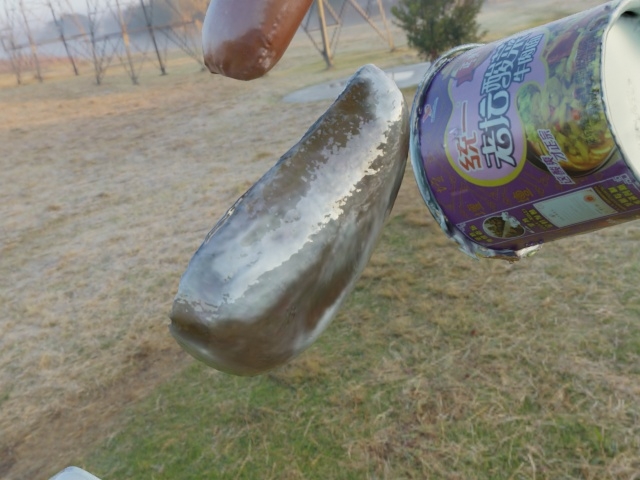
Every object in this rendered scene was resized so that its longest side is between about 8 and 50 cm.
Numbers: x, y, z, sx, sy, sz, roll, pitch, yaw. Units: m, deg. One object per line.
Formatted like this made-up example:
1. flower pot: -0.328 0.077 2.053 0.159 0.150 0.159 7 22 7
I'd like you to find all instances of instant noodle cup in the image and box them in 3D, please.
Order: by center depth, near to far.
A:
1. instant noodle cup: 0.327 -0.141 0.743 0.340 0.340 0.266 -23 8 -30

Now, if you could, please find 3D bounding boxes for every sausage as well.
1. sausage: -0.033 -0.214 0.441 0.077 0.194 0.077 26 7 -3

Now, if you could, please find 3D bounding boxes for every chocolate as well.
1. chocolate: 0.001 0.000 0.440 0.080 0.157 0.254 32 71 17

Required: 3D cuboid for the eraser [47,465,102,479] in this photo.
1. eraser: -0.235 0.298 0.341 0.104 0.189 0.290 36 16 -1
